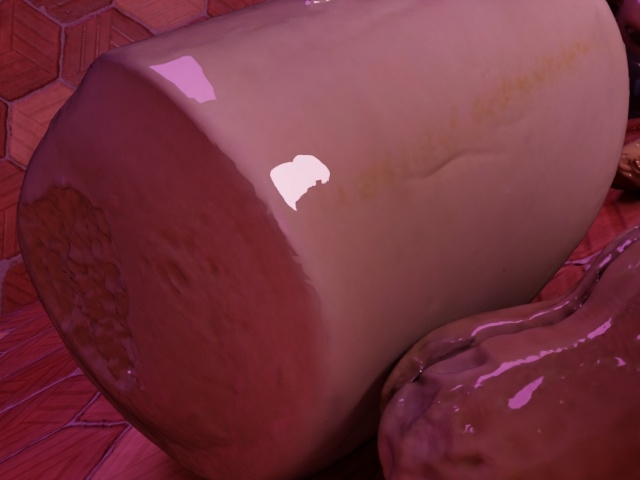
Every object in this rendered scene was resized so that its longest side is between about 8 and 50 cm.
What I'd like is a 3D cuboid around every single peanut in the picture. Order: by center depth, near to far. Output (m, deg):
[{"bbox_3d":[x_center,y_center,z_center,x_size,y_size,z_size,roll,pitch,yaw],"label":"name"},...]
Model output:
[{"bbox_3d":[0.165,0.064,0.437,0.290,0.130,0.130,-27,12,4],"label":"peanut"}]

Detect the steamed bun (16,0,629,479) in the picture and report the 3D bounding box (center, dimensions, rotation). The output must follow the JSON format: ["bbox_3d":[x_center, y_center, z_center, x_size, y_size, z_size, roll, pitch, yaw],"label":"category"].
[{"bbox_3d":[0.000,0.000,0.650,0.371,0.289,0.456,-26,-5,-31],"label":"steamed bun"}]

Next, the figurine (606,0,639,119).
[{"bbox_3d":[0.436,-0.264,0.979,0.218,0.206,0.365,-6,-5,6],"label":"figurine"}]

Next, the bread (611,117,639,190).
[{"bbox_3d":[0.343,-0.087,0.861,0.119,0.067,0.192,-20,11,-12],"label":"bread"}]
